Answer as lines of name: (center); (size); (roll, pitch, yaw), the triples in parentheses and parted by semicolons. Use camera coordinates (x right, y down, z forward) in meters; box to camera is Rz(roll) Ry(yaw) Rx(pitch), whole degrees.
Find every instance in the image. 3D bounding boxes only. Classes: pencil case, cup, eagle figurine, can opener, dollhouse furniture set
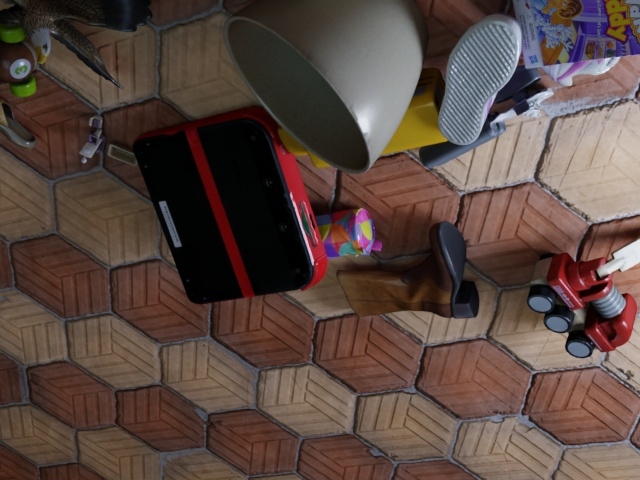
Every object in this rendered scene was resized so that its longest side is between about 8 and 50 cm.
pencil case: (0.000, 0.000, 2.162); (0.236, 0.104, 0.104); (-7, 127, 25)
cup: (0.040, -0.308, 1.728); (0.331, 0.237, 0.331); (43, 166, 13)
eagle figurine: (-0.485, -0.409, 1.932); (0.298, 0.225, 0.226); (4, -177, -25)
can opener: (0.297, -0.220, 1.905); (0.280, 0.074, 0.093); (-32, 80, 35)
dollhouse furniture set: (-0.432, -0.185, 2.147); (0.114, 0.081, 0.091); (22, 133, -1)

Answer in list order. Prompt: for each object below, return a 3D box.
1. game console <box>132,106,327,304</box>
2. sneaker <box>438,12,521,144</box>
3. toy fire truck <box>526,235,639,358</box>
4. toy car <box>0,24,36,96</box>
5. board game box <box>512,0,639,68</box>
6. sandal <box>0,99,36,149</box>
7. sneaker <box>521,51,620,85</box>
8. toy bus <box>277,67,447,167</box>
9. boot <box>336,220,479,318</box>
game console: (-0.182, -0.062, 2.129); (0.342, 0.060, 0.386); (-9, 108, 30)
sneaker: (0.271, -0.301, 1.727); (0.102, 0.161, 0.282); (27, 148, 4)
toy fire truck: (0.563, 0.093, 2.047); (0.246, 0.158, 0.217); (-20, 122, 43)
toy car: (-0.650, -0.322, 2.025); (0.149, 0.188, 0.155); (11, 132, 9)
board game box: (0.395, -0.446, 1.568); (0.233, 0.078, 0.347); (-2, 114, 34)
sandal: (-0.658, -0.259, 2.169); (0.180, 0.072, 0.049); (38, 115, -18)
sneaker: (0.461, -0.341, 1.723); (0.252, 0.103, 0.111); (-26, 123, 41)
toy bus: (0.075, -0.218, 1.922); (0.333, 0.130, 0.108); (-10, 126, 25)
boot: (0.169, 0.062, 2.182); (0.280, 0.096, 0.264); (0, 143, 24)
